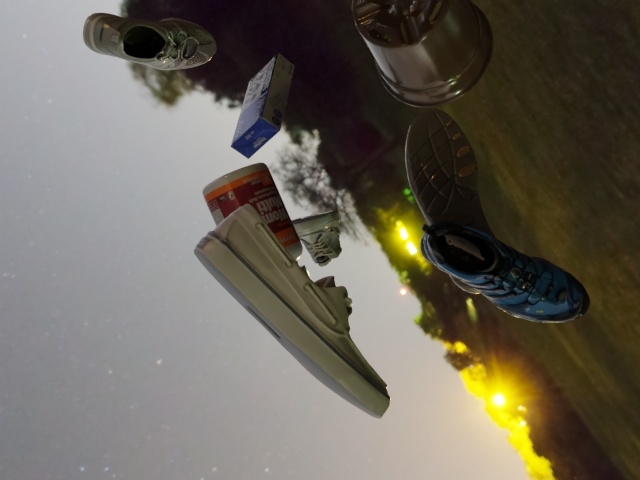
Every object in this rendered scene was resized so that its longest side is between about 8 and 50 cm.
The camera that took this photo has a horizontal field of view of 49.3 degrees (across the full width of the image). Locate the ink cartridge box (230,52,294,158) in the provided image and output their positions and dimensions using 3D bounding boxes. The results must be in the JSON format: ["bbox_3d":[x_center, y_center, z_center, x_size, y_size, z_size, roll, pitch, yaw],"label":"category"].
[{"bbox_3d":[-0.107,-0.256,1.317,0.046,0.097,0.207,34,-138,-26],"label":"ink cartridge box"}]

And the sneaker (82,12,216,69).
[{"bbox_3d":[-0.311,-0.375,1.363,0.281,0.105,0.115,-12,-148,-44],"label":"sneaker"}]

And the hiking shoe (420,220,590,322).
[{"bbox_3d":[0.305,0.060,1.175,0.304,0.113,0.132,23,-178,11],"label":"hiking shoe"}]

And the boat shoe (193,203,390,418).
[{"bbox_3d":[-0.008,0.071,0.701,0.258,0.084,0.095,47,164,-13],"label":"boat shoe"}]

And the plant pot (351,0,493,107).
[{"bbox_3d":[0.127,-0.277,0.906,0.167,0.167,0.165,59,-165,19],"label":"plant pot"}]

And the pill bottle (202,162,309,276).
[{"bbox_3d":[-0.103,-0.009,1.176,0.221,0.121,0.121,66,-169,-1],"label":"pill bottle"}]

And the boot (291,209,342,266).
[{"bbox_3d":[0.000,0.000,1.620,0.258,0.095,0.123,-21,-79,-70],"label":"boot"}]

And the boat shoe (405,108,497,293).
[{"bbox_3d":[0.241,-0.070,1.334,0.130,0.132,0.355,76,179,-87],"label":"boat shoe"}]
